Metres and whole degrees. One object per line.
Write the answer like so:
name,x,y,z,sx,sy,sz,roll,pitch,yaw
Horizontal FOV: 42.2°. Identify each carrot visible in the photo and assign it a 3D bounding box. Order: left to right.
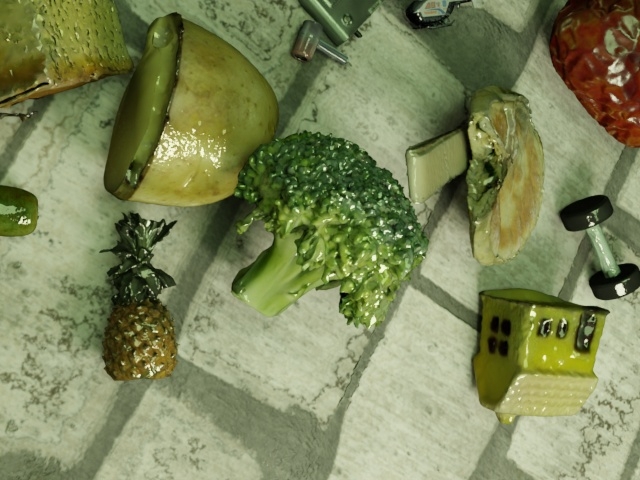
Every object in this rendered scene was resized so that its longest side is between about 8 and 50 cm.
carrot,-0.568,-0.063,1.123,0.358,0.074,0.074,10,85,-23

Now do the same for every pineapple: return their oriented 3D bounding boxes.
pineapple,-0.272,0.081,1.237,0.125,0.125,0.251,3,82,-25

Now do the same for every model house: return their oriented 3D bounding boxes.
model house,0.389,0.215,1.519,0.193,0.175,0.234,7,96,-25

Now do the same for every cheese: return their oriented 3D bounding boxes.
cheese,0.206,-0.138,1.368,0.400,0.034,0.085,-33,113,-64

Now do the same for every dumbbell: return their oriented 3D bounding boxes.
dumbbell,0.548,0.013,1.617,0.100,0.100,0.191,-32,102,-22

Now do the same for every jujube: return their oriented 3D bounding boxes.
jujube,0.584,-0.323,1.600,0.342,0.216,0.216,47,71,-29

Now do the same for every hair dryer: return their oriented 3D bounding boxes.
hair dryer,0.008,-0.321,1.415,0.114,0.037,0.063,24,81,-30

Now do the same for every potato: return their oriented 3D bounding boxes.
potato,-0.177,-0.173,1.232,0.242,0.242,0.285,17,68,-24

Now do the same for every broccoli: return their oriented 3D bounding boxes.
broccoli,0.022,-0.010,1.257,0.277,0.317,0.338,44,39,11

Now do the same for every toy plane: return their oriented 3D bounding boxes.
toy plane,0.221,-0.427,1.493,0.197,0.053,0.078,-19,111,-27

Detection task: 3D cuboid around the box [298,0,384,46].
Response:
box,0.063,-0.491,1.435,0.211,0.045,0.270,48,71,-15

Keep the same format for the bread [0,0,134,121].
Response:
bread,-0.456,-0.290,1.169,0.279,0.315,0.248,-31,112,-63

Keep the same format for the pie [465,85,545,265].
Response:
pie,0.325,-0.113,1.478,0.337,0.075,0.337,-5,96,-58
